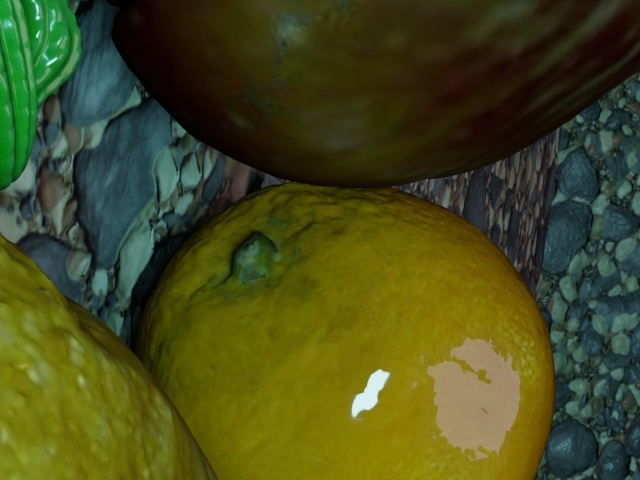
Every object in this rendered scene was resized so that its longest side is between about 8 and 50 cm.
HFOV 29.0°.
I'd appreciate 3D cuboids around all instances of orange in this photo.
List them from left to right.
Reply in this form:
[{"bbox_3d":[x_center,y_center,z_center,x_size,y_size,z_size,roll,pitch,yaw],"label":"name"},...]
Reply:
[{"bbox_3d":[0.013,0.102,0.897,0.312,0.312,0.312,7,90,-69],"label":"orange"}]

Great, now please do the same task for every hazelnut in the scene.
[{"bbox_3d":[0.050,-0.231,0.810,0.429,0.402,0.402,9,89,-54],"label":"hazelnut"}]

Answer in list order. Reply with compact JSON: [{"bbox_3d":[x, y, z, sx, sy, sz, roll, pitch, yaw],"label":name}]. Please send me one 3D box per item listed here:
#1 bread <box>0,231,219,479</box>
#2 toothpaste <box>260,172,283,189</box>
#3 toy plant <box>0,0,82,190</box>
[{"bbox_3d":[-0.174,0.185,0.511,0.394,0.250,0.361,73,31,-48],"label":"bread"},{"bbox_3d":[0.000,0.000,1.199,0.297,0.048,0.075,25,76,-64],"label":"toothpaste"},{"bbox_3d":[-0.203,-0.122,0.569,0.155,0.088,0.240,-54,137,-22],"label":"toy plant"}]
